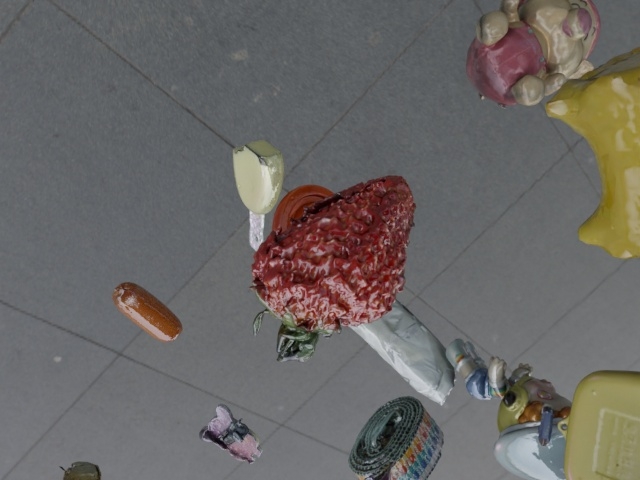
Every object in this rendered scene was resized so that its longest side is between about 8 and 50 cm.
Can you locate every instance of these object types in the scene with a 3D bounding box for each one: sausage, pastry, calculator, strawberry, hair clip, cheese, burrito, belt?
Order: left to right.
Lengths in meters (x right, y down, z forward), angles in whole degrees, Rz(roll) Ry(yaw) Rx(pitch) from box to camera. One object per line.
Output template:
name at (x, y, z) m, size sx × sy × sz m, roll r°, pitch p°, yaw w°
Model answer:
pastry at (-0.485, 0.524, 1.095) m, size 0.081 × 0.153 × 0.153 m, roll 4°, pitch 120°, yaw -27°
sausage at (-0.389, 0.161, 1.225) m, size 0.076 × 0.076 × 0.197 m, roll -35°, pitch 131°, yaw 3°
hair clip at (-0.198, 0.450, 1.248) m, size 0.146 × 0.056 × 0.187 m, roll 37°, pitch 142°, yaw 3°
cheese at (-0.126, -0.080, 1.063) m, size 0.050 × 0.127 × 0.256 m, roll -26°, pitch 141°, yaw -34°
strawberry at (0.014, 0.011, 0.670) m, size 0.286 × 0.188 × 0.106 m, roll -54°, pitch 151°, yaw -21°
burrito at (0.167, 0.216, 1.366) m, size 0.139 × 0.445 × 0.101 m, roll -45°, pitch 172°, yaw -24°
belt at (0.192, 0.560, 1.472) m, size 0.295 × 0.206 × 0.161 m, roll -44°, pitch 107°, yaw -32°
calculator at (0.331, 0.206, 0.493) m, size 0.033 × 0.236 × 0.157 m, roll 10°, pitch 87°, yaw -43°

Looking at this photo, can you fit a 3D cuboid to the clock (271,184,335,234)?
clock at (0.000, 0.000, 0.966) m, size 0.205 × 0.205 × 0.051 m, roll 32°, pitch 145°, yaw -34°

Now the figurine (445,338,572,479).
figurine at (0.431, 0.372, 1.203) m, size 0.224 × 0.382 × 0.205 m, roll 28°, pitch 101°, yaw -26°

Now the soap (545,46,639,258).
soap at (0.367, -0.105, 0.350) m, size 0.335 × 0.293 × 0.156 m, roll -30°, pitch 107°, yaw -32°

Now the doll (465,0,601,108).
doll at (0.372, -0.339, 0.927) m, size 0.255 × 0.152 × 0.196 m, roll -33°, pitch 127°, yaw -20°
